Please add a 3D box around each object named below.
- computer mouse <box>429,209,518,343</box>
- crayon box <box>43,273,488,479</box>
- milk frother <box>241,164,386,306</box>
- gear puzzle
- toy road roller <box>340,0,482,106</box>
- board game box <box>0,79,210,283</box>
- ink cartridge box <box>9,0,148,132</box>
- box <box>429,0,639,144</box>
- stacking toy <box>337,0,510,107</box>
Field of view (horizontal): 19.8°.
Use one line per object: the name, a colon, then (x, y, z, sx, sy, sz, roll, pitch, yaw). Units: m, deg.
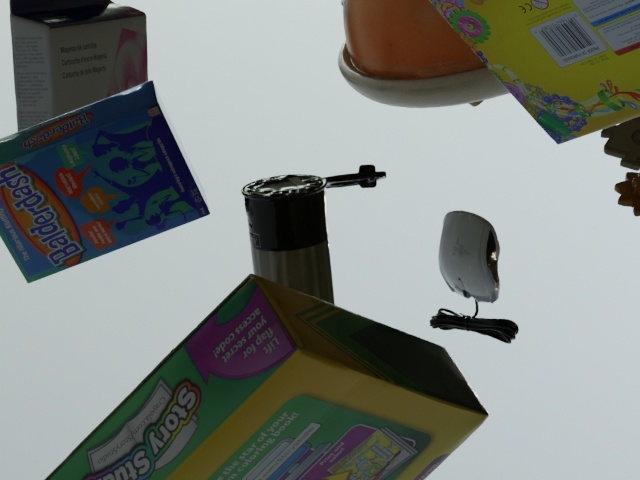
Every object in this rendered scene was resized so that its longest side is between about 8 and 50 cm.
computer mouse: (0.162, 0.045, 2.025, 0.106, 0.042, 0.193, 16, 141, 26)
crayon box: (-0.070, 0.216, 1.693, 0.313, 0.363, 0.106, 24, -154, -50)
milk frother: (0.000, 0.000, 1.802, 0.129, 0.143, 0.134, -95, -1, -73)
gear puzzle: (0.416, -0.134, 2.079, 0.175, 0.044, 0.339, 18, -135, 24)
toy road roller: (0.178, -0.340, 2.201, 0.202, 0.240, 0.329, 36, -152, -11)
board game box: (-0.240, -0.058, 1.891, 0.047, 0.210, 0.160, -107, -6, -49)
ink cartridge box: (-0.318, -0.224, 2.479, 0.324, 0.071, 0.330, -33, -57, -70)
box: (0.278, -0.259, 1.376, 0.177, 0.290, 0.279, 45, -126, -21)
stacking toy: (0.122, -0.405, 1.844, 0.350, 0.351, 0.480, -93, -16, -66)
